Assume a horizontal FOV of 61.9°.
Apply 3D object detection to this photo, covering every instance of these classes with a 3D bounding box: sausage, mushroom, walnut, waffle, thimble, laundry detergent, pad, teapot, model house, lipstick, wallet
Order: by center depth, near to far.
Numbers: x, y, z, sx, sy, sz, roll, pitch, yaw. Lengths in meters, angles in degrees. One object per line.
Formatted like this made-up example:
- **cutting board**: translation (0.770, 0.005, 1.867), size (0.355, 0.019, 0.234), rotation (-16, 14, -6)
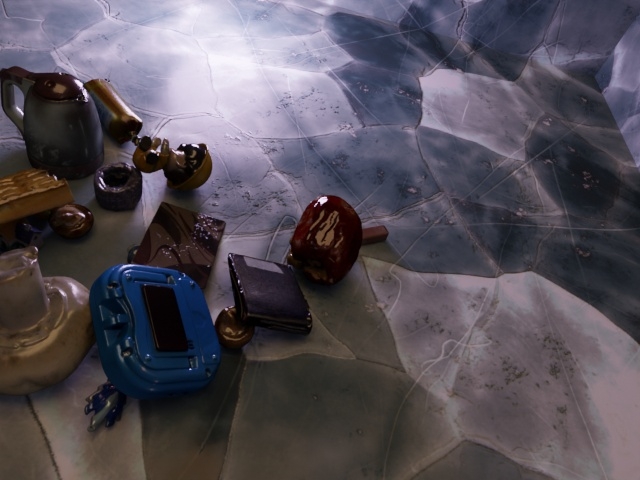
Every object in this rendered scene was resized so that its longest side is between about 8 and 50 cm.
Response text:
- **mushroom**: translation (-0.678, 0.169, 1.220), size (0.315, 0.335, 0.314), rotation (4, 40, -4)
- **mushroom**: translation (-0.239, 0.238, 1.465), size (0.109, 0.085, 0.126), rotation (39, 48, -18)
- **waffle**: translation (-0.891, -0.118, 1.485), size (0.304, 0.077, 0.348), rotation (-26, 29, -32)
- **model house**: translation (-0.843, -0.014, 1.489), size (0.101, 0.100, 0.087), rotation (27, 47, 6)
- **wallet**: translation (-0.152, 0.154, 1.534), size (0.221, 0.071, 0.262), rotation (13, 38, -33)
- **laundry detergent**: translation (-0.486, 0.077, 1.545), size (0.206, 0.061, 0.097), rotation (39, 53, 18)
- **mushroom**: translation (-0.732, -0.061, 1.572), size (0.127, 0.087, 0.127), rotation (8, 52, -10)
- **pad**: translation (-0.418, 0.005, 1.613), size (0.220, 0.004, 0.330), rotation (17, 37, -11)
- **walnut**: translation (0.000, 0.000, 1.676), size (0.244, 0.221, 0.269), rotation (4, 45, 30)
- **teapot**: translation (-0.850, -0.394, 1.678), size (0.315, 0.312, 0.233), rotation (19, 45, 0)
- **thimble**: translation (-0.638, -0.170, 1.690), size (0.150, 0.097, 0.150), rotation (8, 48, -9)
- **lipstick**: translation (0.160, -0.015, 1.834), size (0.146, 0.045, 0.045), rotation (-11, 55, -24)
- **sausage**: translation (-0.721, -0.444, 1.894), size (0.125, 0.117, 0.317), rotation (-36, 68, -21)

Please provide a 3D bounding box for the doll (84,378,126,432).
- **doll**: translation (-0.501, 0.372, 1.281), size (0.096, 0.070, 0.195), rotation (43, 40, -20)

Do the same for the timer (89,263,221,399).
- **timer**: translation (-0.398, 0.215, 1.318), size (0.309, 0.115, 0.339), rotation (14, 47, -52)

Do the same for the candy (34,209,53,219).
- **candy**: translation (-0.886, -0.076, 1.573), size (0.201, 0.060, 0.060), rotation (-11, 54, -16)

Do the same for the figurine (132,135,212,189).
- **figurine**: translation (-0.479, -0.251, 1.743), size (0.257, 0.167, 0.192), rotation (4, 23, -39)
